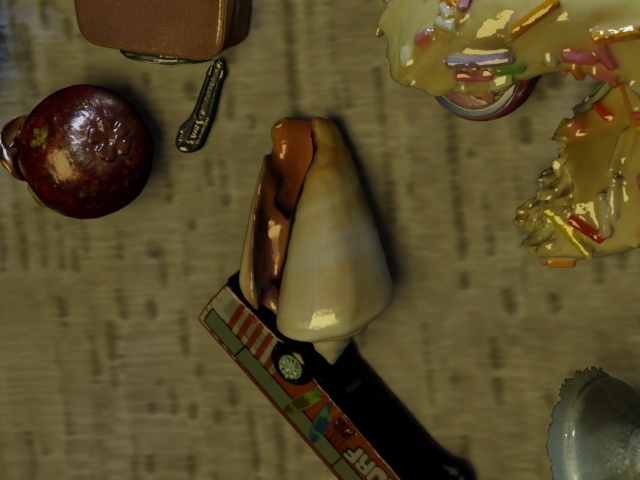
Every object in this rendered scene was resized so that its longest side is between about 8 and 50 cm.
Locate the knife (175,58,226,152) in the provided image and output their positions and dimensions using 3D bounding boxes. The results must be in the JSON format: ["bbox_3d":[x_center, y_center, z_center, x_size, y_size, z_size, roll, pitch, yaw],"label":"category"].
[{"bbox_3d":[-0.127,-0.146,2.110,0.031,0.018,0.121,29,117,13],"label":"knife"}]

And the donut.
[{"bbox_3d":[0.249,-0.135,1.768,0.307,0.150,0.371,-22,128,23],"label":"donut"}]

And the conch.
[{"bbox_3d":[0.005,0.003,2.060,0.158,0.127,0.255,2,84,27],"label":"conch"}]

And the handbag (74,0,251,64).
[{"bbox_3d":[-0.169,-0.263,2.055,0.193,0.072,0.151,11,114,21],"label":"handbag"}]

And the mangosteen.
[{"bbox_3d":[-0.265,-0.099,2.143,0.156,0.181,0.146,44,80,-13],"label":"mangosteen"}]

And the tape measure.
[{"bbox_3d":[0.163,-0.181,1.918,0.125,0.074,0.118,-39,83,27],"label":"tape measure"}]

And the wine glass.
[{"bbox_3d":[0.412,0.189,1.843,0.323,0.238,0.238,-21,99,36],"label":"wine glass"}]

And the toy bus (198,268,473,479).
[{"bbox_3d":[0.037,0.195,2.115,0.409,0.093,0.092,49,130,4],"label":"toy bus"}]
